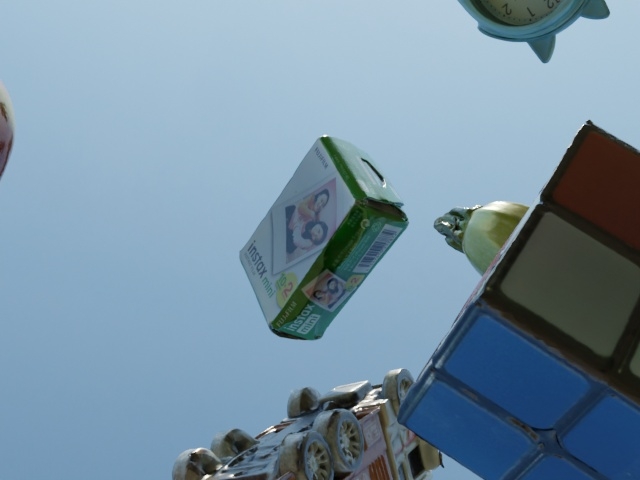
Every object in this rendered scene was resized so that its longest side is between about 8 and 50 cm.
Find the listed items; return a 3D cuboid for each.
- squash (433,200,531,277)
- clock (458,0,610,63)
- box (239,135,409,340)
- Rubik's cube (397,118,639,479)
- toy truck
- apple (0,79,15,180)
[{"bbox_3d":[0.217,0.019,0.981,0.137,0.137,0.287,-35,-129,-27],"label":"squash"},{"bbox_3d":[0.288,-0.387,1.361,0.094,0.223,0.274,-17,-104,-51],"label":"clock"},{"bbox_3d":[0.000,0.000,1.362,0.103,0.250,0.180,20,-152,-35],"label":"box"},{"bbox_3d":[0.178,0.065,0.642,0.167,0.183,0.180,33,-124,8],"label":"Rubik's cube"},{"bbox_3d":[0.000,0.292,1.135,0.387,0.173,0.207,-16,-89,-62],"label":"toy truck"},{"bbox_3d":[-0.298,-0.070,0.702,0.139,0.163,0.164,13,-118,-29],"label":"apple"}]
